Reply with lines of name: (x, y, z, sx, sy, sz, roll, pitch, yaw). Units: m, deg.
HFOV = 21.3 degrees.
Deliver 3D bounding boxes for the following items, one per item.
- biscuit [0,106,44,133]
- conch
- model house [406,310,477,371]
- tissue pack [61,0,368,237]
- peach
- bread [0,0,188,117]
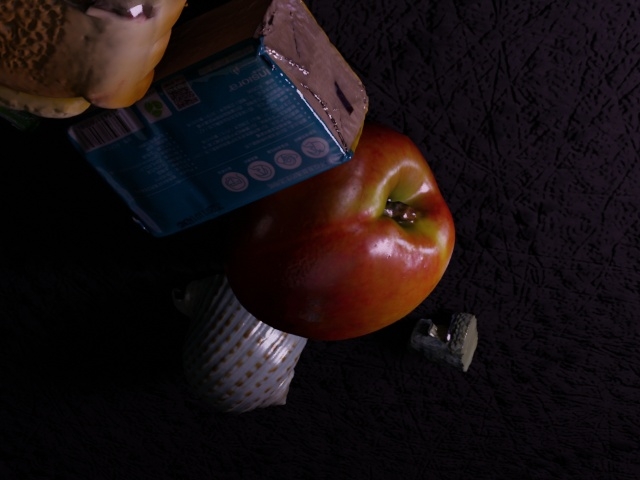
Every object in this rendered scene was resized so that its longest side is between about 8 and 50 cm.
biscuit: (-0.354, -0.153, 1.934, 0.089, 0.016, 0.046, 33, 134, -28)
conch: (-0.107, 0.143, 2.166, 0.200, 0.131, 0.172, 34, 133, -31)
model house: (0.154, 0.125, 2.181, 0.083, 0.066, 0.078, 14, 154, 18)
tissue pack: (-0.109, -0.140, 1.825, 0.271, 0.134, 0.192, -20, 127, 27)
peach: (0.000, 0.000, 1.953, 0.275, 0.245, 0.248, -24, 104, 44)
bread: (-0.285, -0.260, 1.666, 0.316, 0.211, 0.270, 20, 146, -5)
